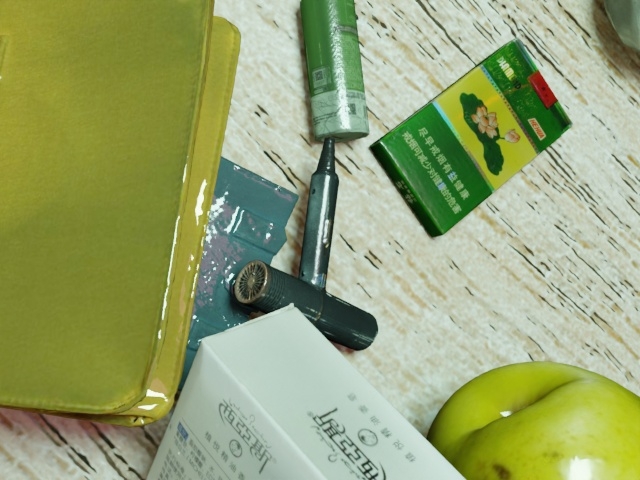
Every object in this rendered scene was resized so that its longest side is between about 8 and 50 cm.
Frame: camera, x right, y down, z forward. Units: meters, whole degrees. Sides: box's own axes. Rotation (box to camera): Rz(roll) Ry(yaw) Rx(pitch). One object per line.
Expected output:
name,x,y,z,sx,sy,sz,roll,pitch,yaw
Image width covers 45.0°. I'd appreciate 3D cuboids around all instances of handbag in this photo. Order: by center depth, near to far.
handbag,-0.232,-0.056,0.660,0.283,0.133,0.400,5,76,5
handbag,-0.127,0.027,0.763,0.179,0.062,0.229,26,77,-16

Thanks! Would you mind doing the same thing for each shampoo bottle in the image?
shampoo bottle,0.012,-0.212,0.836,0.065,0.065,0.204,-5,87,-21

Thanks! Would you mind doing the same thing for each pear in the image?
pear,0.250,0.317,0.729,0.362,0.362,0.418,-31,103,-20

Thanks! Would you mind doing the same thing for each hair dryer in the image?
hair dryer,0.011,0.000,0.796,0.173,0.050,0.194,31,70,-43

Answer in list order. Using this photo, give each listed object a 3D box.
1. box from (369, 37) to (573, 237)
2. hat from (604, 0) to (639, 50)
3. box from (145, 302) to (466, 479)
box,0.182,-0.123,0.907,0.235,0.034,0.132,-39,98,-19
hat,0.429,-0.340,0.966,0.232,0.161,0.275,4,60,-31
box,-0.007,0.223,0.626,0.116,0.203,0.274,-15,49,-46
